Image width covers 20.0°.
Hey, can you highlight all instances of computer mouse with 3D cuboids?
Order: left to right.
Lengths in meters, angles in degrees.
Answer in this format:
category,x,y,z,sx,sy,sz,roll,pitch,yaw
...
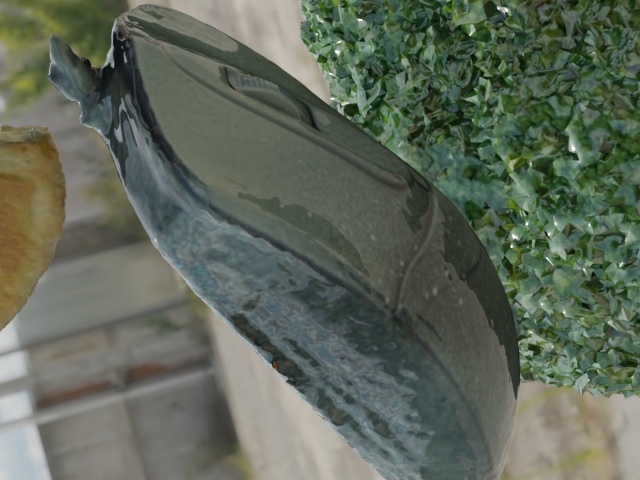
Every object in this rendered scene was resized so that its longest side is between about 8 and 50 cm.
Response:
category,x,y,z,sx,sy,sz,roll,pitch,yaw
computer mouse,0.006,-0.002,0.576,0.229,0.068,0.113,48,-168,-37

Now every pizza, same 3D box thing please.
category,x,y,z,sx,sy,sz,roll,pitch,yaw
pizza,-0.268,0.006,1.036,0.034,0.262,0.181,37,113,45

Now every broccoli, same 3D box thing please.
category,x,y,z,sx,sy,sz,roll,pitch,yaw
broccoli,0.170,-0.086,0.829,0.321,0.310,0.413,37,119,34
